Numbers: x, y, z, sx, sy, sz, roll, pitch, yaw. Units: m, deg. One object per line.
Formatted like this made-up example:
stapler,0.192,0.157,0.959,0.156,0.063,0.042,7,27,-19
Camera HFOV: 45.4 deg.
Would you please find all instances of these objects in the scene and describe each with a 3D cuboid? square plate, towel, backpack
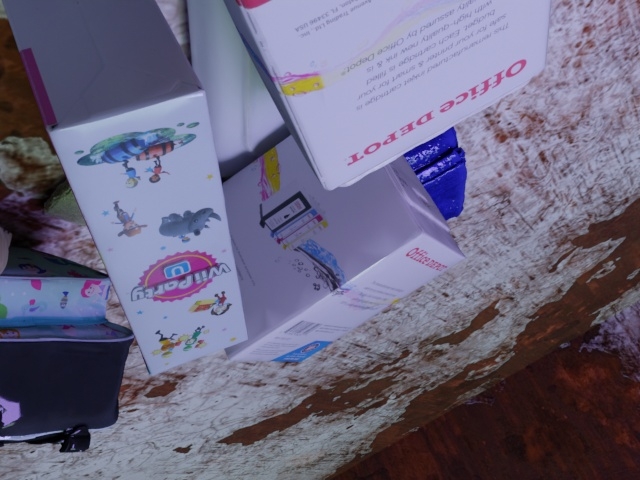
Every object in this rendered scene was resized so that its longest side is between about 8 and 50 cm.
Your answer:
square plate,0.044,-0.203,0.737,0.347,0.049,0.344,-20,150,-18
towel,-0.211,-0.061,0.806,0.148,0.027,0.110,-37,151,21
towel,0.058,-0.025,1.057,0.308,0.076,0.228,-26,153,-2
backpack,-0.341,0.098,0.769,0.253,0.191,0.225,4,178,43

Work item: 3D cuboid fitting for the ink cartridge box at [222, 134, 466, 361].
ink cartridge box,0.000,0.000,0.809,0.232,0.168,0.171,-33,159,15

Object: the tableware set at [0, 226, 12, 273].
tableware set,-0.321,-0.040,0.627,0.020,0.141,0.168,-15,159,22

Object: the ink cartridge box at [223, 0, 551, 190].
ink cartridge box,0.042,-0.199,0.549,0.226,0.131,0.306,-29,154,-2

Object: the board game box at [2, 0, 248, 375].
board game box,-0.150,-0.064,0.602,0.097,0.224,0.303,-21,146,-12
